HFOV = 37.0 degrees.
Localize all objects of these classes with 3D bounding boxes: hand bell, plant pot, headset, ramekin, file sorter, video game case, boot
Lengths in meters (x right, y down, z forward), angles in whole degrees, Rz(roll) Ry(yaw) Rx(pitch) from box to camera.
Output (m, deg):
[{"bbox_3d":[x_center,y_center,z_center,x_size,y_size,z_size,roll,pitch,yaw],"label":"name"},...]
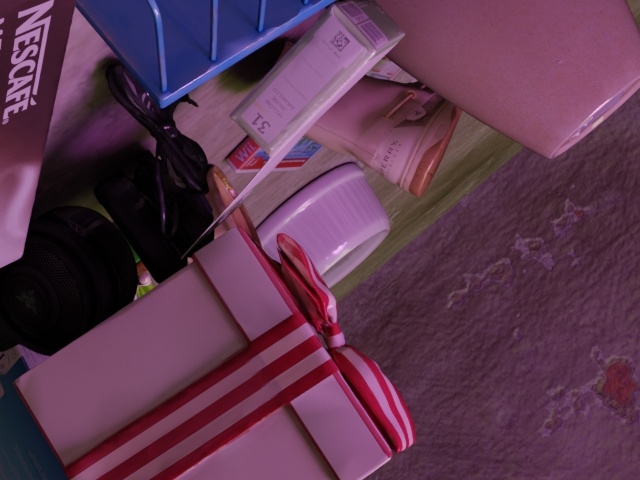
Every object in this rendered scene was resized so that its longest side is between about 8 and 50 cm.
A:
[{"bbox_3d":[-0.204,0.020,1.169,0.242,0.126,0.126,-28,171,6],"label":"hand bell"},{"bbox_3d":[0.182,-0.223,0.929,0.256,0.274,0.256,-39,170,-8],"label":"plant pot"},{"bbox_3d":[-0.213,-0.018,0.924,0.243,0.185,0.394,-37,-174,-36],"label":"headset"},{"bbox_3d":[0.000,0.000,1.652,0.273,0.127,0.273,-38,169,-9],"label":"ramekin"},{"bbox_3d":[-0.068,-0.194,0.611,0.170,0.118,0.104,-36,166,-19],"label":"file sorter"},{"bbox_3d":[0.024,-0.190,1.210,0.285,0.025,0.204,-43,169,19],"label":"video game case"},{"bbox_3d":[0.048,-0.153,1.030,0.262,0.203,0.095,-60,172,-58],"label":"boot"}]

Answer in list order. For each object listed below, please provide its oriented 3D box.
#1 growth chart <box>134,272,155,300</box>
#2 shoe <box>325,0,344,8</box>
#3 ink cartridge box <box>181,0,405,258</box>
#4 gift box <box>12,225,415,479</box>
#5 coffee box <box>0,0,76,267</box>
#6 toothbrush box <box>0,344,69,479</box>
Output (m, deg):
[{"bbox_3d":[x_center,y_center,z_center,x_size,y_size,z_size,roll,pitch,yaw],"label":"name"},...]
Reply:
[{"bbox_3d":[-0.326,0.131,1.364,0.237,0.021,0.172,-36,169,-6],"label":"growth chart"},{"bbox_3d":[0.048,-0.270,0.788,0.178,0.081,0.063,-39,170,-2],"label":"shoe"},{"bbox_3d":[-0.035,-0.102,0.811,0.235,0.056,0.171,-42,-176,20],"label":"ink cartridge box"},{"bbox_3d":[-0.082,0.139,0.872,0.258,0.255,0.276,-34,176,-2],"label":"gift box"},{"bbox_3d":[-0.247,-0.067,0.512,0.168,0.119,0.297,-31,167,-35],"label":"coffee box"},{"bbox_3d":[-0.365,0.265,1.208,0.126,0.216,0.295,-7,147,-53],"label":"toothbrush box"}]
